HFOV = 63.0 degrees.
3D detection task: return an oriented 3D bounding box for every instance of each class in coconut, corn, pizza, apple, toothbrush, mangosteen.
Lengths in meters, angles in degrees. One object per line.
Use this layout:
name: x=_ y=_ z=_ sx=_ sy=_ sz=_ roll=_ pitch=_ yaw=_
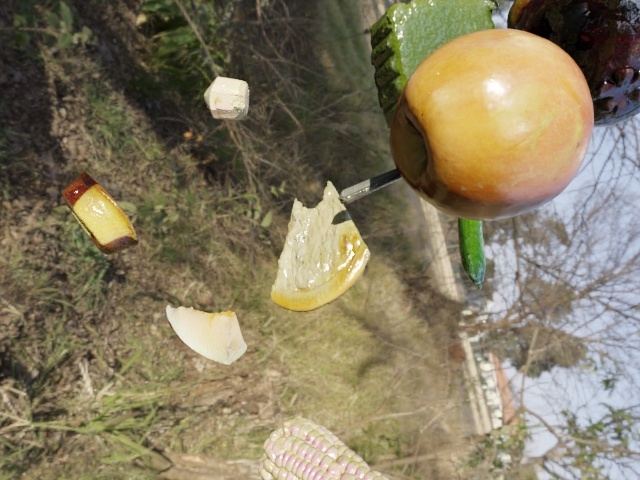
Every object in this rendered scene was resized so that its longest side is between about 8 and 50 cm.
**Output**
coconut: x=-0.267 y=-0.402 z=1.477 sx=0.116 sy=0.122 sz=0.116 roll=4 pitch=90 yaw=-89
corn: x=0.047 y=0.383 z=0.772 sx=0.127 sy=0.335 sz=0.126 roll=-26 pitch=127 yaw=-40
pizza: x=0.000 y=0.000 z=0.923 sx=0.034 sy=0.181 sz=0.262 roll=48 pitch=37 yaw=-51
apple: x=0.203 y=-0.140 z=0.672 sx=0.253 sy=0.254 sz=0.253 roll=-9 pitch=90 yaw=-79
toothbrush: x=0.165 y=-0.123 z=0.839 sx=0.030 sy=0.297 sz=0.030 roll=-104 pitch=170 yaw=-77
mangosteen: x=0.607 y=-0.467 z=1.170 sx=0.382 sy=0.382 sz=0.435 roll=66 pitch=18 yaw=-52

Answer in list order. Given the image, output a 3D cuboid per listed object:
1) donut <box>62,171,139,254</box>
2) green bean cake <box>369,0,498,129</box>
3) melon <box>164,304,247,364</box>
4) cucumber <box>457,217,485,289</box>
donut: x=-0.443 y=-0.047 z=1.047 sx=0.184 sy=0.073 sz=0.166 roll=44 pitch=-24 yaw=21
green bean cake: x=0.244 y=-0.371 z=1.108 sx=0.156 sy=0.247 sz=0.249 roll=-178 pitch=-106 yaw=-78
melon: x=-0.233 y=0.178 z=1.029 sx=0.054 sy=0.182 sz=0.098 roll=-34 pitch=119 yaw=-52
cucumber: x=0.332 y=0.009 z=1.147 sx=0.056 sy=0.056 sz=0.250 roll=-78 pitch=158 yaw=-62
